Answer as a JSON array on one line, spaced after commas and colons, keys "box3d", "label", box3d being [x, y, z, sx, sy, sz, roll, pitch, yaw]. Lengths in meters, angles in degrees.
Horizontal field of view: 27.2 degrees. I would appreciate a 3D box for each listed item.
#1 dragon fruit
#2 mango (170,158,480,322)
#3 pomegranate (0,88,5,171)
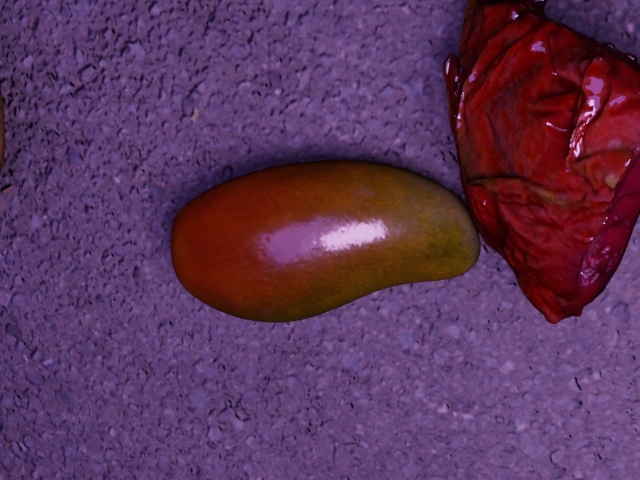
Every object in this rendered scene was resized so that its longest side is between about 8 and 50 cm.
[{"box3d": [0.223, -0.104, 1.078, 0.240, 0.330, 0.302, -32, 88, -3], "label": "dragon fruit"}, {"box3d": [-0.003, -0.005, 1.235, 0.289, 0.129, 0.146, -15, 92, 10], "label": "mango"}, {"box3d": [-0.439, -0.113, 1.268, 0.281, 0.281, 0.281, 3, 101, 16], "label": "pomegranate"}]
